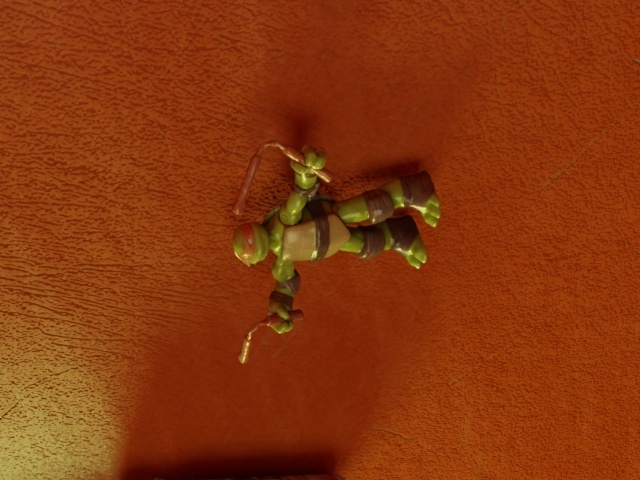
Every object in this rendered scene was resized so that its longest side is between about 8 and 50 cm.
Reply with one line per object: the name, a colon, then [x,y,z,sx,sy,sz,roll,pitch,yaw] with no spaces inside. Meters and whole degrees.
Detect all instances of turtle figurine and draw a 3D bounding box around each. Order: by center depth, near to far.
turtle figurine: [0.000,0.000,1.185,0.217,0.087,0.269,-7,127,-20]

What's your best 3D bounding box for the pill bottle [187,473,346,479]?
pill bottle: [-0.103,0.373,1.473,0.283,0.160,0.160,1,134,-18]
